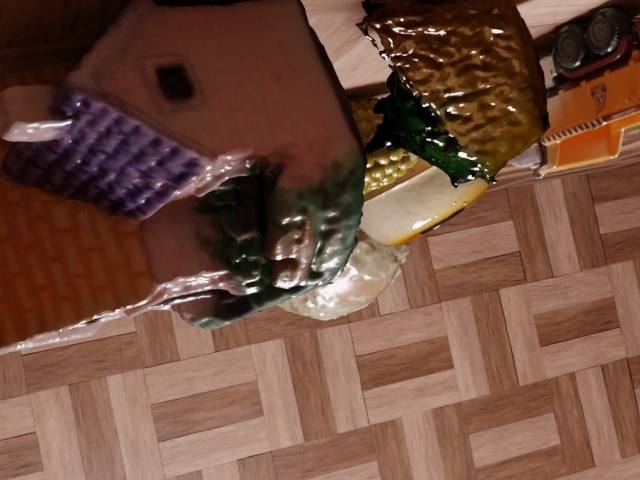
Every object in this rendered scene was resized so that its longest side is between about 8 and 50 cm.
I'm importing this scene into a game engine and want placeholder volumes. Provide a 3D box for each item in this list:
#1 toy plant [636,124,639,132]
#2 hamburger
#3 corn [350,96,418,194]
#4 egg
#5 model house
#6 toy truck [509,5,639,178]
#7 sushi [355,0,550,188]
[{"bbox_3d":[0.489,-0.181,1.286,0.224,0.184,0.316,-17,160,17],"label":"toy plant"},{"bbox_3d":[0.132,-0.085,1.379,0.237,0.147,0.237,-31,175,-3],"label":"hamburger"},{"bbox_3d":[-0.054,-0.077,1.139,0.347,0.130,0.130,-15,177,4],"label":"corn"},{"bbox_3d":[0.000,0.000,1.712,0.310,0.279,0.279,15,172,-10],"label":"egg"},{"bbox_3d":[-0.130,-0.034,0.696,0.237,0.202,0.237,-11,172,-37],"label":"model house"},{"bbox_3d":[0.281,-0.147,1.006,0.114,0.135,0.270,-11,177,-26],"label":"toy truck"},{"bbox_3d":[0.103,-0.113,0.789,0.140,0.149,0.287,-9,-176,17],"label":"sushi"}]
